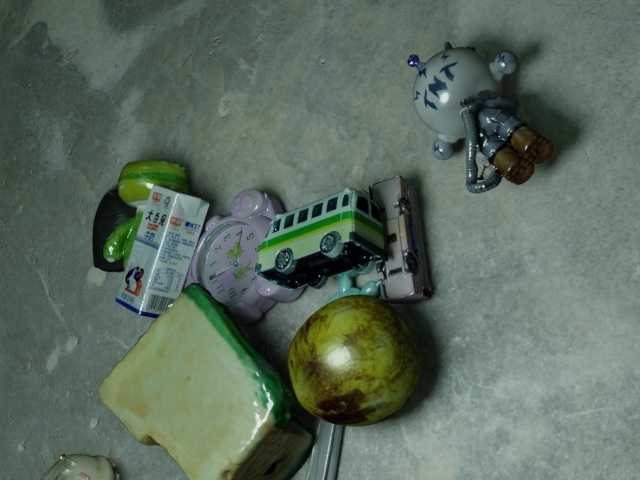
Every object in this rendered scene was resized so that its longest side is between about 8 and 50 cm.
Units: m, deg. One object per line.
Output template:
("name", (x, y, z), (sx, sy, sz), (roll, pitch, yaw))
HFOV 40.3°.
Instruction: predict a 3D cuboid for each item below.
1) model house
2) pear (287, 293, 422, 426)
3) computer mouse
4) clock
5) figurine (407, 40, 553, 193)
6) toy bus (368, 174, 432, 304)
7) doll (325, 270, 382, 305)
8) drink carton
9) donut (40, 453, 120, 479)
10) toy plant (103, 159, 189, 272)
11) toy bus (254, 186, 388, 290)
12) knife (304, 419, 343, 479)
("model house", (-0.205, 0.350, 1.909), (0.334, 0.342, 0.382), (-49, 63, 3))
("pear", (0.065, 0.247, 1.766), (0.284, 0.284, 0.283), (-11, 69, 32))
("computer mouse", (-0.555, -0.046, 2.403), (0.170, 0.100, 0.269), (-8, 71, 35))
("clock", (-0.202, 0.066, 2.113), (0.322, 0.113, 0.295), (-34, 59, 23))
("figurine", (0.329, -0.269, 1.806), (0.261, 0.186, 0.382), (-44, 51, 9))
("toy bus", (0.173, 0.004, 1.868), (0.090, 0.112, 0.274), (-17, 66, 29))
("doll", (0.067, 0.105, 1.945), (0.159, 0.059, 0.158), (17, 87, 39))
("drink carton", (-0.390, 0.028, 2.141), (0.131, 0.107, 0.314), (19, 92, 46))
("donut", (-0.634, 0.690, 2.113), (0.382, 0.142, 0.382), (-44, 27, 30))
("toy plant", (-0.447, -0.039, 2.272), (0.224, 0.184, 0.315), (2, 78, -6))
("toy bus", (0.000, 0.000, 1.865), (0.276, 0.134, 0.164), (-18, 57, 35))
("knife", (0.009, 0.453, 1.888), (0.073, 0.041, 0.265), (1, 76, 47))
